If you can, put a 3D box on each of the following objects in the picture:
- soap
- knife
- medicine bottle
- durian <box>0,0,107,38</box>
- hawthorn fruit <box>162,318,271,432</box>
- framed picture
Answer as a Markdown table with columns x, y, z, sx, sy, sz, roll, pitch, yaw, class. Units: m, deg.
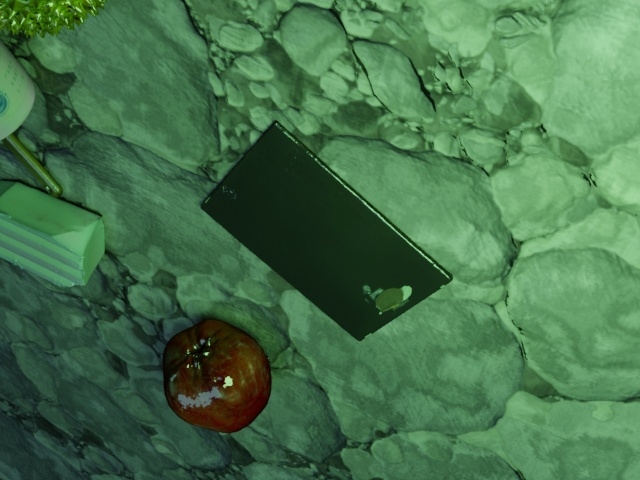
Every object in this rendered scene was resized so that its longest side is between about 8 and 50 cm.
| x | y | z | sx | sy | sz | roll | pitch | yaw | class |
| --- | --- | --- | --- | --- | --- | --- | --- | --- | --- |
| -0.467 | -0.011 | 1.609 | 0.231 | 0.091 | 0.145 | 23 | 142 | 12 | soap |
| -0.542 | -0.195 | 1.527 | 0.061 | 0.027 | 0.343 | -17 | 119 | 48 | knife |
| -0.519 | -0.255 | 1.310 | 0.152 | 0.152 | 0.254 | 11 | 153 | 25 | medicine bottle |
| -0.358 | -0.348 | 1.152 | 0.200 | 0.177 | 0.237 | 53 | 151 | 7 | durian |
| -0.163 | 0.232 | 1.591 | 0.185 | 0.185 | 0.202 | 3 | 148 | 31 | hawthorn fruit |
| 0.000 | 0.000 | 1.366 | 0.324 | 0.013 | 0.244 | 41 | 140 | -8 | framed picture |
